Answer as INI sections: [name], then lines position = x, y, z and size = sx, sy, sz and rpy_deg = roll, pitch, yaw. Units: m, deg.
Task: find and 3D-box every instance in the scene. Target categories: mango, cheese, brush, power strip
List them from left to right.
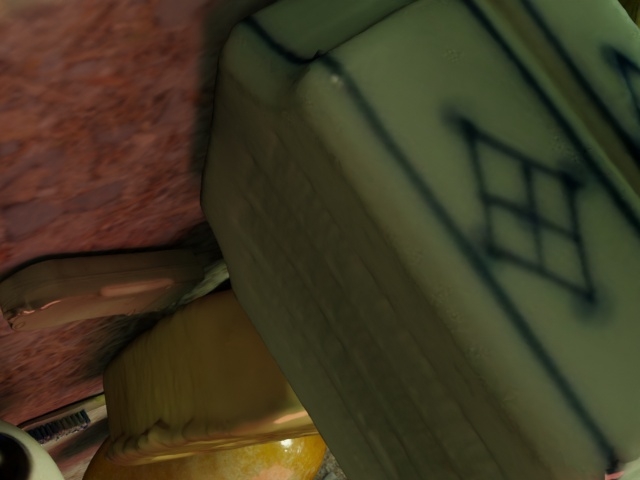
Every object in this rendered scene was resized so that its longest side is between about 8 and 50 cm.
[brush]
position = -0.237, 0.178, 0.964
size = 0.178, 0.030, 0.033
rpy_deg = -18, 153, -41
[power strip]
position = -0.134, 0.030, 0.596
size = 0.047, 0.030, 0.191
rpy_deg = -34, 167, 24
[mango]
position = -0.164, 0.291, 1.174
size = 0.384, 0.199, 0.221
rpy_deg = -33, 169, 20
[cheese]
position = -0.050, 0.127, 0.809
size = 0.383, 0.104, 0.384
rpy_deg = -9, 167, -2

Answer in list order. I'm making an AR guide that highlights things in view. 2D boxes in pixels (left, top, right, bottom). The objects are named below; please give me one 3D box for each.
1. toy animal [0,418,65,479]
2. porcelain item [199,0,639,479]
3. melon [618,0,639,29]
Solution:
[toy animal]
position = -0.280, 0.230, 0.670
size = 0.212, 0.213, 0.267
rpy_deg = -26, 172, -16
[porcelain item]
position = 0.074, 0.023, 0.450
size = 0.157, 0.286, 0.281
rpy_deg = -28, 166, -20
[melon]
position = 0.175, -0.060, 0.618
size = 0.226, 0.331, 0.343
rpy_deg = 8, 168, -8
